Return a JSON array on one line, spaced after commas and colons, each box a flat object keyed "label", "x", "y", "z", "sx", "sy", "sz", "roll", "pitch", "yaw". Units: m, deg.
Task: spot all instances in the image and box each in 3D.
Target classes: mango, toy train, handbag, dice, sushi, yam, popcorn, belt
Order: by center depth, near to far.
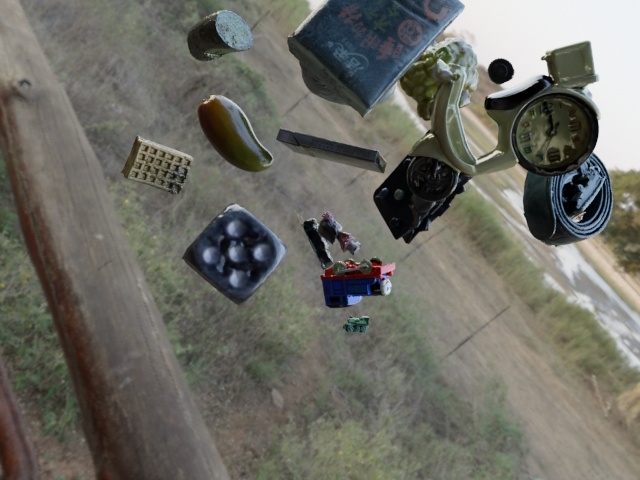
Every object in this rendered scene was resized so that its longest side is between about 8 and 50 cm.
[{"label": "belt", "x": 0.568, "y": -0.097, "z": 1.391, "sx": 0.206, "sy": 0.116, "sz": 0.267, "roll": 43, "pitch": 61, "yaw": -16}, {"label": "dice", "x": -0.196, "y": 0.031, "z": 1.393, "sx": 0.181, "sy": 0.183, "sz": 0.182, "roll": 43, "pitch": -10, "yaw": -8}, {"label": "toy train", "x": 0.104, "y": 0.115, "z": 1.669, "sx": 0.083, "sy": 0.204, "sz": 0.131, "roll": -10, "pitch": 93, "yaw": -53}, {"label": "popcorn", "x": 0.328, "y": -0.438, "z": 1.689, "sx": 0.206, "sy": 0.251, "sz": 0.237, "roll": 10, "pitch": -12, "yaw": 23}, {"label": "sushi", "x": 0.000, "y": 0.000, "z": 1.871, "sx": 0.215, "sy": 0.051, "sz": 0.192, "roll": 64, "pitch": 4, "yaw": 8}, {"label": "toy train", "x": 0.111, "y": 0.261, "z": 1.888, "sx": 0.083, "sy": 0.053, "sz": 0.033, "roll": 5, "pitch": -7, "yaw": -12}, {"label": "handbag", "x": 0.320, "y": -0.164, "z": 1.891, "sx": 0.118, "sy": 0.325, "sz": 0.269, "roll": 19, "pitch": 33, "yaw": -35}, {"label": "mango", "x": -0.279, "y": -0.331, "z": 1.927, "sx": 0.146, "sy": 0.129, "sz": 0.289, "roll": -33, "pitch": 90, "yaw": -32}, {"label": "yam", "x": -0.360, "y": -0.713, "z": 2.111, "sx": 0.154, "sy": 0.153, "sz": 0.255, "roll": 27, "pitch": -12, "yaw": -40}]

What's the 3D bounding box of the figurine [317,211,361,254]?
[{"label": "figurine", "x": 0.046, "y": -0.014, "z": 1.568, "sx": 0.129, "sy": 0.072, "sz": 0.054, "roll": 42, "pitch": 58, "yaw": 18}]

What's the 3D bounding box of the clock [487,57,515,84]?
[{"label": "clock", "x": 0.527, "y": -0.497, "z": 1.772, "sx": 0.010, "sy": 0.074, "sz": 0.083, "roll": 33, "pitch": 37, "yaw": -70}]

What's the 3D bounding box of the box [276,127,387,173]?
[{"label": "box", "x": 0.039, "y": -0.283, "z": 1.923, "sx": 0.325, "sy": 0.047, "sz": 0.180, "roll": 15, "pitch": 0, "yaw": 16}]

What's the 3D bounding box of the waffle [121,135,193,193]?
[{"label": "waffle", "x": -0.376, "y": -0.171, "z": 1.405, "sx": 0.148, "sy": 0.102, "sz": 0.042, "roll": 18, "pitch": 6, "yaw": -43}]

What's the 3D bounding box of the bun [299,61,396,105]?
[{"label": "bun", "x": 0.098, "y": -0.602, "z": 2.091, "sx": 0.362, "sy": 0.211, "sz": 0.362, "roll": 12, "pitch": -11, "yaw": 2}]

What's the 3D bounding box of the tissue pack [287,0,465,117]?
[{"label": "tissue pack", "x": 0.116, "y": -0.451, "z": 1.274, "sx": 0.228, "sy": 0.315, "sz": 0.103, "roll": 43, "pitch": -7, "yaw": -2}]

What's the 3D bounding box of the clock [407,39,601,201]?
[{"label": "clock", "x": 0.346, "y": -0.236, "z": 1.193, "sx": 0.120, "sy": 0.379, "sz": 0.276, "roll": -64, "pitch": 144, "yaw": -73}]
